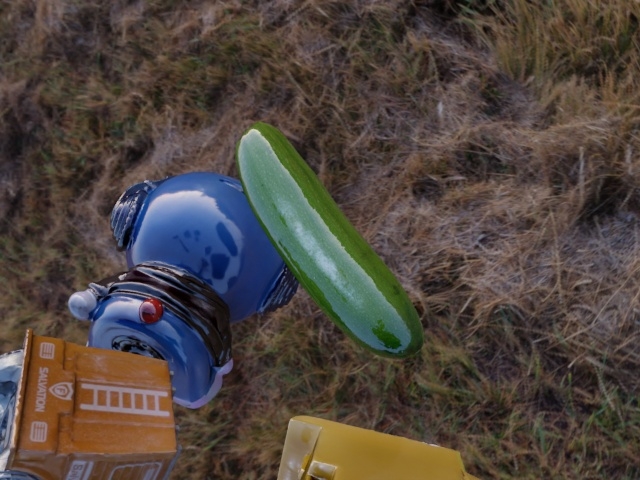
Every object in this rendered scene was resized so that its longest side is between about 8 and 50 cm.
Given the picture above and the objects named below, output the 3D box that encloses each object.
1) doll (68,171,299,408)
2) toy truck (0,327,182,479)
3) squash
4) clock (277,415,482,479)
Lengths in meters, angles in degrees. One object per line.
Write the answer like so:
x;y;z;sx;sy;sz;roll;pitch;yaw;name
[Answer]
-0.178;0.043;0.879;0.284;0.310;0.240;31;138;-5;doll
-0.302;0.303;0.715;0.388;0.206;0.173;-62;30;27;toy truck
-0.001;0.002;0.632;0.082;0.082;0.292;-45;74;27;squash
0.016;0.298;0.371;0.200;0.244;0.317;19;94;7;clock
